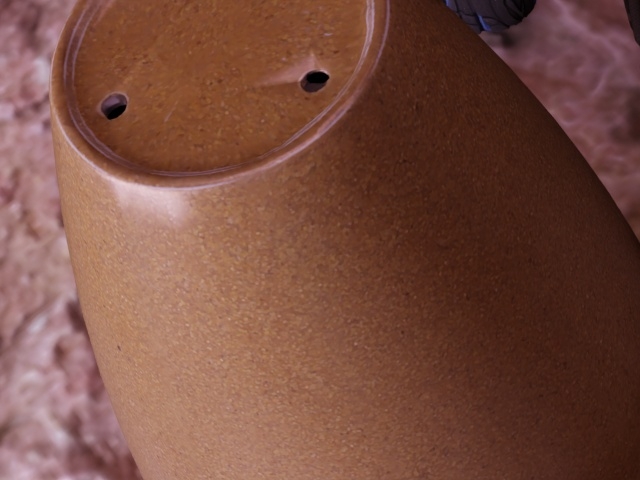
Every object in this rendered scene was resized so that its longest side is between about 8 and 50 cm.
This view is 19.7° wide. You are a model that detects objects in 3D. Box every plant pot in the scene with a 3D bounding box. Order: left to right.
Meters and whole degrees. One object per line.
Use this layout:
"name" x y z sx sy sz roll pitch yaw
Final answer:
"plant pot" 0.000 0.000 0.696 0.237 0.254 0.237 -10 56 15

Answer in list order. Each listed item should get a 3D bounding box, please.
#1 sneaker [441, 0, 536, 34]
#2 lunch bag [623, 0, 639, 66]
"sneaker" 0.055 -0.192 0.909 0.087 0.083 0.221 -23 57 -6
"lunch bag" 0.249 -0.168 0.715 0.213 0.256 0.305 20 66 28
